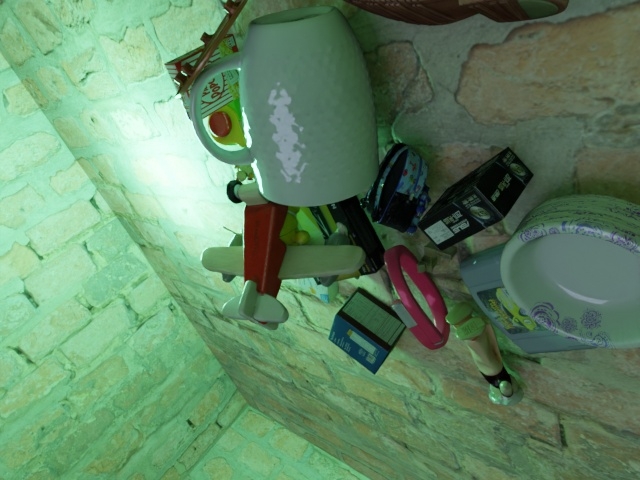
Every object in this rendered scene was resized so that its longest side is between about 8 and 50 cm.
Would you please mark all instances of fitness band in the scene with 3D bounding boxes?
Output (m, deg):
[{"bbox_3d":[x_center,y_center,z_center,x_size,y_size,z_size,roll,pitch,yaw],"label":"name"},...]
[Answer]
[{"bbox_3d":[0.248,0.141,1.135,0.054,0.209,0.291,-26,115,28],"label":"fitness band"}]

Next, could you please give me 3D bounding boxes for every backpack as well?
[{"bbox_3d":[0.177,-0.118,0.984,0.116,0.158,0.174,18,105,-12],"label":"backpack"}]

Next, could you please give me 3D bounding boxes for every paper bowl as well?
[{"bbox_3d":[0.485,0.044,0.803,0.284,0.148,0.284,29,144,24],"label":"paper bowl"}]

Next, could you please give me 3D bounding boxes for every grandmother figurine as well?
[{"bbox_3d":[0.450,0.325,1.189,0.104,0.208,0.342,-28,119,15],"label":"grandmother figurine"}]

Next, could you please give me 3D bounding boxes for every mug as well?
[{"bbox_3d":[-0.074,-0.269,0.910,0.276,0.373,0.328,-104,4,-56],"label":"mug"}]

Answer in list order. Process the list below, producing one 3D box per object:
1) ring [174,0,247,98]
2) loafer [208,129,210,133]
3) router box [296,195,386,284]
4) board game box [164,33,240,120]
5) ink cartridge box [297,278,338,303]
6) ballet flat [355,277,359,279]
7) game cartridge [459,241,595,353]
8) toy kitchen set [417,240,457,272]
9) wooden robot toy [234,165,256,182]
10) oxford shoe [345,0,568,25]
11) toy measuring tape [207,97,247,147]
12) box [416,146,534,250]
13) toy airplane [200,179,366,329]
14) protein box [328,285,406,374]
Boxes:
[{"bbox_3d":[-0.205,-0.430,0.902,0.032,0.337,0.336,32,155,-26],"label":"ring"},{"bbox_3d":[-0.289,-0.341,1.379,0.125,0.039,0.045,10,103,36],"label":"loafer"},{"bbox_3d":[0.018,-0.038,1.256,0.242,0.081,0.309,-19,104,47],"label":"router box"},{"bbox_3d":[-0.275,-0.409,1.130,0.045,0.193,0.147,18,140,37],"label":"board game box"},{"bbox_3d":[-0.027,0.133,1.581,0.181,0.061,0.104,27,144,28],"label":"ink cartridge box"},{"bbox_3d":[0.109,0.075,1.383,0.041,0.041,0.114,8,133,45],"label":"ballet flat"},{"bbox_3d":[0.462,0.142,1.035,0.294,0.060,0.196,49,152,-5],"label":"game cartridge"},{"bbox_3d":[0.289,0.057,1.120,0.075,0.068,0.083,20,141,35],"label":"toy kitchen set"},{"bbox_3d":[-0.231,-0.201,1.423,0.173,0.079,0.076,28,144,27],"label":"wooden robot toy"},{"bbox_3d":[0.187,-0.417,0.683,0.396,0.140,0.147,23,111,40],"label":"oxford shoe"},{"bbox_3d":[-0.239,-0.266,1.275,0.121,0.121,0.331,-14,96,54],"label":"toy measuring tape"},{"bbox_3d":[0.299,-0.077,0.884,0.077,0.147,0.180,46,148,-2],"label":"box"},{"bbox_3d":[-0.111,0.039,1.162,0.384,0.272,0.386,-49,64,17],"label":"toy airplane"},{"bbox_3d":[0.153,0.299,1.490,0.201,0.136,0.200,35,147,17],"label":"protein box"}]
